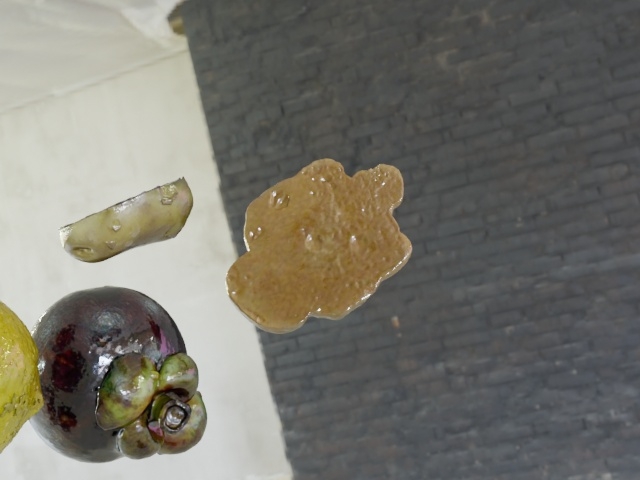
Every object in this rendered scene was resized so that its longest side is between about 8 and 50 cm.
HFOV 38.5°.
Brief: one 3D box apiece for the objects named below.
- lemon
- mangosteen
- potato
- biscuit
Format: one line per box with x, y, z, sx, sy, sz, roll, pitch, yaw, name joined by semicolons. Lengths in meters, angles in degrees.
-0.529;0.178;1.233;0.310;0.258;0.258;28;-6;-6;lemon
-0.357;0.236;1.584;0.330;0.330;0.330;-13;-1;0;mangosteen
-0.275;-0.021;1.328;0.200;0.081;0.164;-23;7;-19;potato
0.000;0.001;1.600;0.376;0.269;0.051;-41;-15;-10;biscuit
